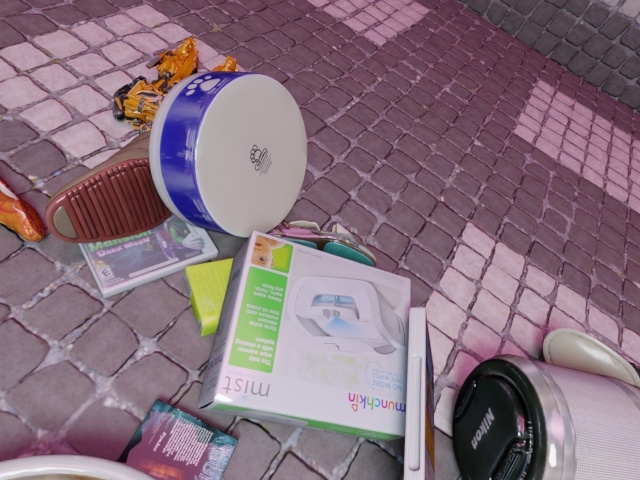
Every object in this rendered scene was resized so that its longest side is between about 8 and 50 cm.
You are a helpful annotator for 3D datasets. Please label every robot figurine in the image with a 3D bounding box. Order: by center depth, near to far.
[{"bbox_3d":[-0.298,-0.314,0.887,0.211,0.085,0.291,23,50,-3],"label":"robot figurine"}]

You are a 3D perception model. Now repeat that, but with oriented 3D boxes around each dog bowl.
[{"bbox_3d":[-0.139,-0.140,0.698,0.104,0.264,0.265,14,42,32],"label":"dog bowl"}]

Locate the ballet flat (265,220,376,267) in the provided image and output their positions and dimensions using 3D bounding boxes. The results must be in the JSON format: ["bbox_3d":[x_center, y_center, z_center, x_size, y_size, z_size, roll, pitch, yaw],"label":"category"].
[{"bbox_3d":[0.000,0.000,0.786,0.222,0.076,0.079,11,49,-9],"label":"ballet flat"}]

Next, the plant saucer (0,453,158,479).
[{"bbox_3d":[-0.261,0.390,0.323,0.401,0.100,0.400,13,41,-11],"label":"plant saucer"}]

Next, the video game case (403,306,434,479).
[{"bbox_3d":[0.138,0.265,0.572,0.025,0.204,0.285,-2,49,18],"label":"video game case"}]

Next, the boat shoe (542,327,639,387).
[{"bbox_3d":[0.563,0.289,0.775,0.340,0.127,0.113,40,21,19],"label":"boat shoe"}]

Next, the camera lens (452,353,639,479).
[{"bbox_3d":[0.354,0.296,0.609,0.275,0.219,0.219,15,51,-11],"label":"camera lens"}]

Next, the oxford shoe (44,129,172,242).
[{"bbox_3d":[-0.298,-0.110,0.709,0.130,0.122,0.348,27,43,27],"label":"oxford shoe"}]

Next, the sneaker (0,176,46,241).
[{"bbox_3d":[-0.489,-0.049,0.641,0.175,0.064,0.067,38,70,14],"label":"sneaker"}]

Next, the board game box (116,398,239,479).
[{"bbox_3d":[-0.197,0.307,0.507,0.126,0.026,0.186,28,50,-1],"label":"board game box"}]

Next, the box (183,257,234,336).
[{"bbox_3d":[-0.122,0.080,0.693,0.178,0.042,0.109,-10,61,-29],"label":"box"}]

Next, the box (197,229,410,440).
[{"bbox_3d":[-0.014,0.144,0.607,0.262,0.127,0.231,19,58,-17],"label":"box"}]

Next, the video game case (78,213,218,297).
[{"bbox_3d":[-0.297,-0.012,0.705,0.191,0.022,0.173,-22,66,-33],"label":"video game case"}]
